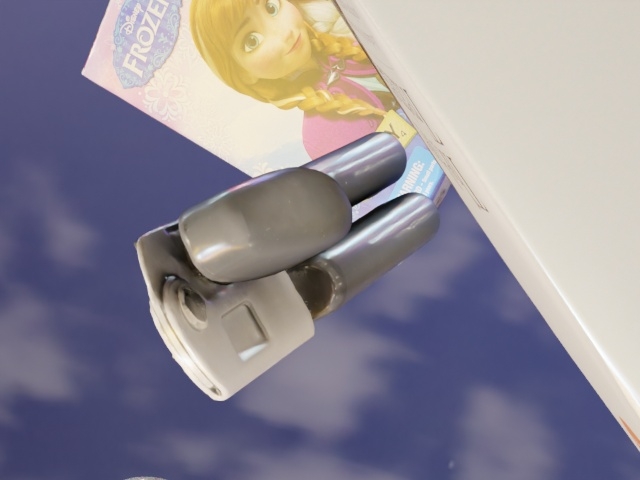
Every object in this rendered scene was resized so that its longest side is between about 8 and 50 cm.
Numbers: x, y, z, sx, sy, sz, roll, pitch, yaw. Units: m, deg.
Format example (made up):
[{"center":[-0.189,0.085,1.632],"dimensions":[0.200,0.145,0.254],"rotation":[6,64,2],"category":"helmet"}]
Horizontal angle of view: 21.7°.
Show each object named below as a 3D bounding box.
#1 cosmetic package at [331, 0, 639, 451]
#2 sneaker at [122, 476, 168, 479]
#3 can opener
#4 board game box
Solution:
[{"center":[0.109,-0.022,0.657],"dimensions":[0.284,0.097,0.377],"rotation":[53,-175,-9],"category":"cosmetic package"},{"center":[-0.056,0.272,0.982],"dimensions":[0.112,0.131,0.296],"rotation":[-35,-98,-30],"category":"sneaker"},{"center":[0.000,0.000,0.761],"dimensions":[0.074,0.093,0.280],"rotation":[63,-158,-1],"category":"can opener"},{"center":[0.002,-0.192,1.327],"dimensions":[0.318,0.319,0.066],"rotation":[31,-152,9],"category":"board game box"}]
